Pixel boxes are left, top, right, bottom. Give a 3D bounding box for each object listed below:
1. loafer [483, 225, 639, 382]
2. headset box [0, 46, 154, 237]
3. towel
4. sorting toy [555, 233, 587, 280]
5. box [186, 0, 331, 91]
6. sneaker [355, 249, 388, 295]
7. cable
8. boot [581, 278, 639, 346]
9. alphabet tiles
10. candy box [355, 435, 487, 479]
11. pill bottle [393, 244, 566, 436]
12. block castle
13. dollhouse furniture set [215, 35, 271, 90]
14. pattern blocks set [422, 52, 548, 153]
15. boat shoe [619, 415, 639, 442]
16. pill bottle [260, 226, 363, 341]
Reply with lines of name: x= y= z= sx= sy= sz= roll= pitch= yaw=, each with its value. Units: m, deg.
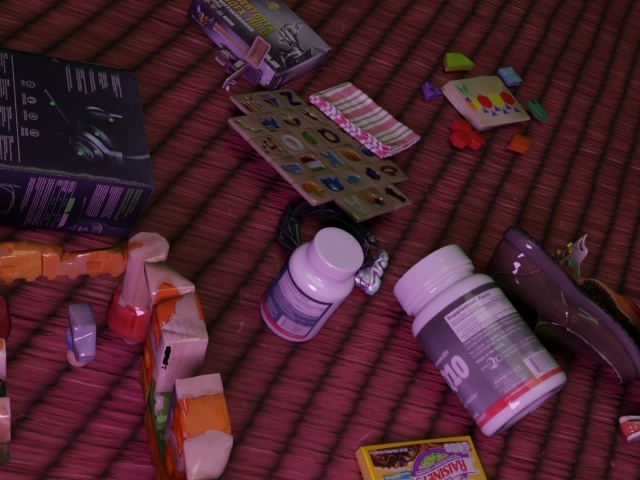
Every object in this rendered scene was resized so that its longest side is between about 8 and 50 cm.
loafer: x=0.434 y=0.134 z=1.791 sx=0.366 sy=0.130 sz=0.134 roll=44 pitch=10 yaw=-4
headset box: x=-0.395 y=-0.147 z=1.481 sx=0.283 sy=0.131 sz=0.246 roll=5 pitch=51 yaw=-29
towel: x=0.089 y=-0.239 z=1.919 sx=0.197 sy=0.029 sz=0.144 roll=40 pitch=34 yaw=13
sorting toy: x=0.499 y=0.025 z=1.937 sx=0.045 sy=0.075 sz=0.083 roll=26 pitch=43 yaw=-11
box: x=-0.118 y=-0.407 z=1.937 sx=0.231 sy=0.056 sz=0.183 roll=45 pitch=44 yaw=9
sneaker: x=0.075 y=0.041 z=1.683 sx=0.069 sy=0.038 sz=0.098 roll=29 pitch=43 yaw=-9
cable: x=0.000 y=0.000 z=1.662 sx=0.150 sy=0.047 sz=0.184 roll=-31 pitch=58 yaw=-32
boot: x=0.568 y=0.126 z=1.912 sx=0.158 sy=0.059 sz=0.084 roll=48 pitch=41 yaw=0
alphabet tiles: x=0.001 y=-0.161 z=1.783 sx=0.342 sy=0.011 sz=0.285 roll=45 pitch=34 yaw=20
candy box: x=0.156 y=0.350 z=1.475 sx=0.206 sy=0.027 sz=0.105 roll=1 pitch=56 yaw=-31
pill bottle: x=0.250 y=0.158 z=1.603 sx=0.161 sy=0.161 sz=0.283 roll=-17 pitch=64 yaw=-41
block castle: x=-0.288 y=0.213 z=1.189 sx=0.303 sy=0.213 sz=0.453 roll=-3 pitch=48 yaw=-20
dollhouse furniture set: x=-0.151 y=-0.331 z=1.810 sx=0.091 sy=0.114 sz=0.081 roll=41 pitch=48 yaw=2
pattern blocks set: x=0.359 y=-0.300 z=2.166 sx=0.325 sy=0.026 sz=0.285 roll=-5 pitch=57 yaw=-35
boat shoe: x=0.587 y=0.325 z=1.756 sx=0.137 sy=0.049 sz=0.043 roll=-3 pitch=53 yaw=-28
pill bottle: x=-0.010 y=0.064 z=1.505 sx=0.108 sy=0.180 sz=0.108 roll=18 pitch=46 yaw=-19
